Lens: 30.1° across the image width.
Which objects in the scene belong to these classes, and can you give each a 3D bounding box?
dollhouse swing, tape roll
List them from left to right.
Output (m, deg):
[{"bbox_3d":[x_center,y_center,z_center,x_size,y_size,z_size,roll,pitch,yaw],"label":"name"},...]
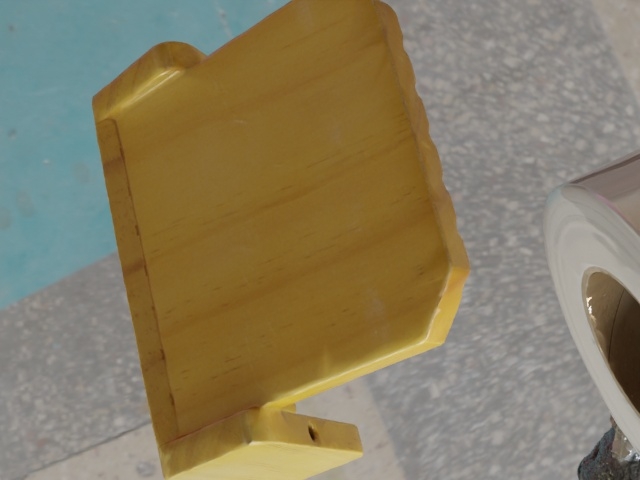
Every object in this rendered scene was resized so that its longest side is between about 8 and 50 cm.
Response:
[{"bbox_3d":[0.000,0.000,1.024,0.305,0.315,0.346,-21,70,19],"label":"dollhouse swing"},{"bbox_3d":[0.274,0.042,0.760,0.169,0.246,0.246,-24,80,-8],"label":"tape roll"}]

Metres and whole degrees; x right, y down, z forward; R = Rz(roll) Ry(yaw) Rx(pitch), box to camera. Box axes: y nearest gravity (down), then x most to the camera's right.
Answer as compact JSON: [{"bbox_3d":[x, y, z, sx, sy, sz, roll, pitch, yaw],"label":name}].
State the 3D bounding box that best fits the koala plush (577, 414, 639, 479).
[{"bbox_3d":[0.314,0.269,1.183,0.203,0.196,0.221,4,64,51],"label":"koala plush"}]
